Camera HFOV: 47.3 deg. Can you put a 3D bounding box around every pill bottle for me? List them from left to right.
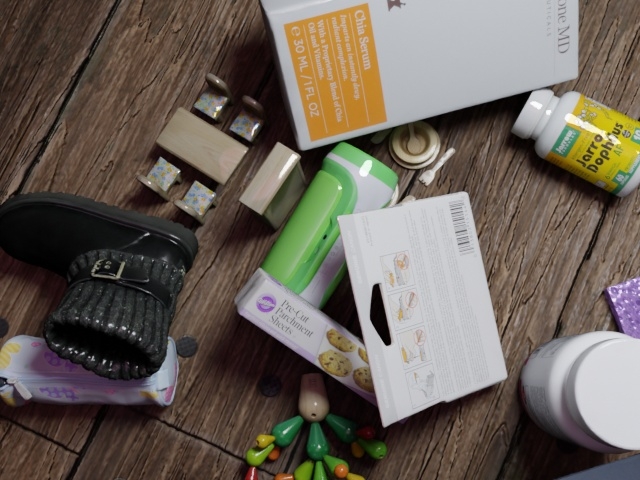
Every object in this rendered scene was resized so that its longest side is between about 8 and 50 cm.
[{"bbox_3d":[0.418,-0.165,1.164,0.208,0.117,0.117,29,83,8],"label":"pill bottle"},{"bbox_3d":[0.382,0.209,1.014,0.160,0.283,0.160,-1,80,4],"label":"pill bottle"}]

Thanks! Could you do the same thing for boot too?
[{"bbox_3d":[-0.373,0.062,1.106,0.348,0.131,0.260,8,44,5],"label":"boot"}]

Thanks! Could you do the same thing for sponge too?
[{"bbox_3d":[0.566,0.097,1.151,0.210,0.031,0.117,-19,79,1],"label":"sponge"}]

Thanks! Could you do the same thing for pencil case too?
[{"bbox_3d":[-0.362,0.205,1.147,0.273,0.124,0.113,0,80,3],"label":"pencil case"}]

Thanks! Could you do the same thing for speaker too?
[{"bbox_3d":[0.000,0.000,1.141,0.131,0.131,0.296,32,92,9],"label":"speaker"}]

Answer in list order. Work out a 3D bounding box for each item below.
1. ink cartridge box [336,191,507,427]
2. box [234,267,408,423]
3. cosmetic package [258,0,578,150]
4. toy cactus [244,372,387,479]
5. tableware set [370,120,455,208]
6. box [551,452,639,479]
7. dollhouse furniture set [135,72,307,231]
[{"bbox_3d":[0.139,0.092,1.071,0.261,0.066,0.296,-11,88,-35],"label":"ink cartridge box"},{"bbox_3d":[0.019,0.160,1.082,0.324,0.063,0.067,38,93,-20],"label":"box"},{"bbox_3d":[0.150,-0.322,1.126,0.453,0.230,0.161,-16,36,-1],"label":"cosmetic package"},{"bbox_3d":[-0.013,0.296,1.127,0.219,0.112,0.180,-9,69,11],"label":"toy cactus"},{"bbox_3d":[0.121,-0.125,1.216,0.128,0.039,0.194,40,85,9],"label":"tableware set"},{"bbox_3d":[0.256,0.449,0.918,0.343,0.312,0.179,-14,52,-9],"label":"box"},{"bbox_3d":[-0.153,-0.132,1.173,0.242,0.161,0.212,32,84,9],"label":"dollhouse furniture set"}]
